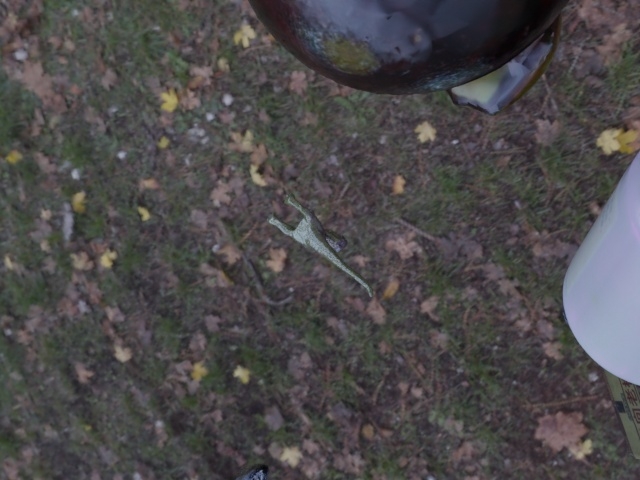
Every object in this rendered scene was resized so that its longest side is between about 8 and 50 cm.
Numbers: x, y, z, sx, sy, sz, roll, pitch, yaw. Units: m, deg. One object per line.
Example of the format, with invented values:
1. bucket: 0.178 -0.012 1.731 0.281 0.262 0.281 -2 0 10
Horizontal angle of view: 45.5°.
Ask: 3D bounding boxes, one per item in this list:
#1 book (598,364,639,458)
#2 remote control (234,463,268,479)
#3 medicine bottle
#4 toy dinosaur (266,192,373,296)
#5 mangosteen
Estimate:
1. book: 0.485 0.230 1.062 0.231 0.026 0.161 141 114 -72
2. remote control: -0.053 0.183 0.553 0.096 0.014 0.039 128 146 -68
3. medicine bottle: 0.394 0.003 0.778 0.213 0.213 0.378 44 163 20
4. toy dinosaur: 0.003 -0.004 1.418 0.200 0.072 0.251 35 180 -16
5. mangosteen: 0.076 -0.253 0.587 0.311 0.311 0.311 20 122 37
